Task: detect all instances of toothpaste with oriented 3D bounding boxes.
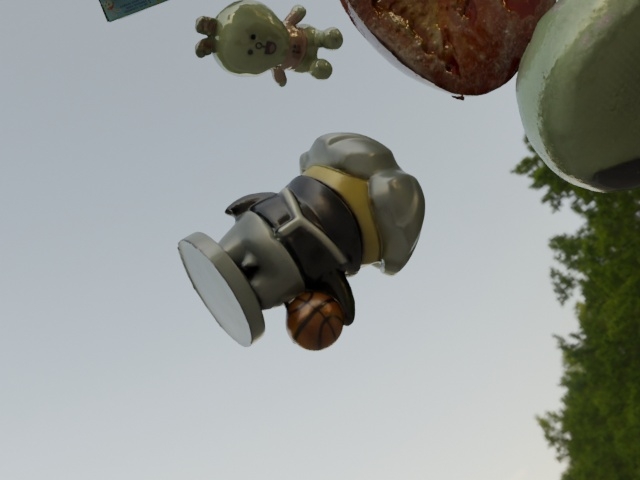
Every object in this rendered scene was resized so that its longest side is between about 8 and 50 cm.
[{"bbox_3d":[-0.280,-0.473,1.314,0.267,0.065,0.050,-14,-71,16],"label":"toothpaste"}]

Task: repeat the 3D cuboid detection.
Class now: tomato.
[{"bbox_3d":[0.163,-0.364,0.993,0.338,0.144,0.338,-3,-83,-21],"label":"tomato"}]

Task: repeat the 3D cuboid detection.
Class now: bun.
[{"bbox_3d":[0.343,-0.199,0.814,0.283,0.179,0.283,-9,-58,-14],"label":"bun"}]

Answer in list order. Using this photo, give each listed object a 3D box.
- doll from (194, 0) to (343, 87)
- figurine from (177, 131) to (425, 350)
[{"bbox_3d":[-0.101,-0.358,1.296,0.275,0.113,0.154,2,-64,-22],"label":"doll"},{"bbox_3d":[0.000,0.000,0.692,0.236,0.176,0.133,-35,-13,-24],"label":"figurine"}]
